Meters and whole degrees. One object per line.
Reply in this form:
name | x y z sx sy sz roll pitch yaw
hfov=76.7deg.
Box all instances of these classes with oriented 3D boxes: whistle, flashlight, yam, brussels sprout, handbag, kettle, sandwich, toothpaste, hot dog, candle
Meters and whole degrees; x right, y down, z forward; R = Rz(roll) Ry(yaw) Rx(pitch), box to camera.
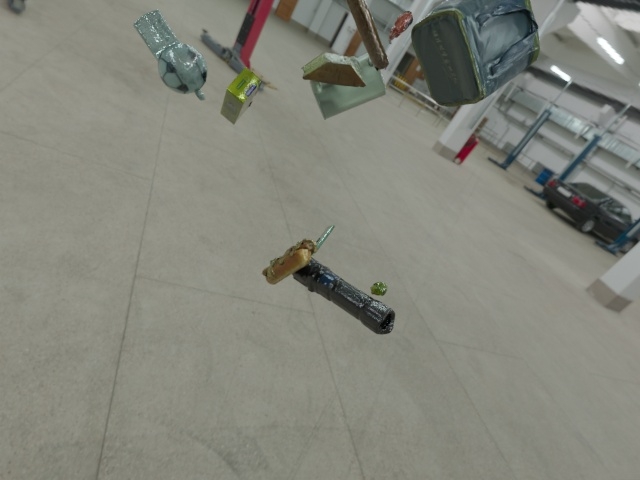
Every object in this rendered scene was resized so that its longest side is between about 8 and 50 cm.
whistle | -0.455 -0.571 1.272 0.289 0.164 0.163 58 12 -31
flashlight | 0.064 0.165 1.302 0.103 0.103 0.424 2 20 -46
yam | 0.106 -0.550 1.007 0.264 0.046 0.046 59 18 -22
brussels sprout | 0.183 0.159 1.293 0.051 0.083 0.046 1 73 -8
handbag | 0.402 -0.509 1.051 0.222 0.241 0.263 29 -31 61
kettle | 0.124 -0.713 1.871 0.265 0.318 0.205 -88 156 -73
sandwich | 0.058 -0.675 1.594 0.258 0.096 0.094 4 49 -10
toothpaste | -0.309 -0.538 1.536 0.077 0.110 0.327 40 -10 -15
hot dog | -0.107 0.073 1.323 0.072 0.270 0.109 49 40 -9
candle | 0.273 -0.747 1.423 0.053 0.048 0.162 41 65 -14

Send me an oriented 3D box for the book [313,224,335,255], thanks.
book | 0.000 0.000 1.525 0.017 0.135 0.103 37 -9 -6
